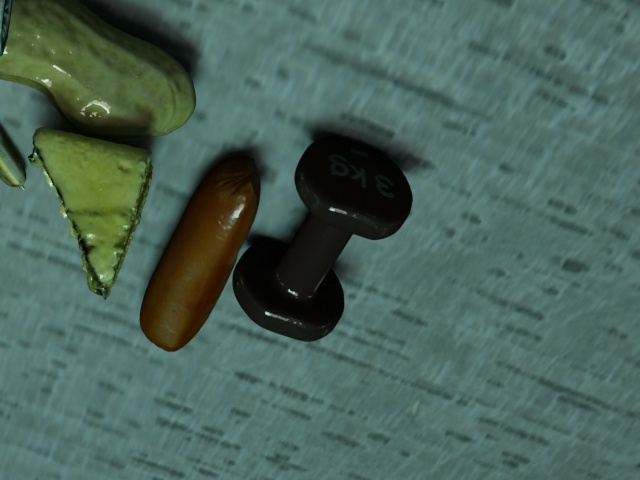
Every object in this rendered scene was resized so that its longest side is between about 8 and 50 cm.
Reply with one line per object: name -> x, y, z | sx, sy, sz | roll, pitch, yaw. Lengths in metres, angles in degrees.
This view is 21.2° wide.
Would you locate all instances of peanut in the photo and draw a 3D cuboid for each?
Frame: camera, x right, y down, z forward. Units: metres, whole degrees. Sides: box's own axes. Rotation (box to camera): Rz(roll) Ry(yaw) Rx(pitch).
peanut -> -0.257, -0.179, 1.778 | 0.274, 0.125, 0.111 | 26, 153, -21

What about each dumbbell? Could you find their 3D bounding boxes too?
dumbbell -> 0.000, 0.000, 1.938 | 0.140, 0.124, 0.225 | 19, 131, -14

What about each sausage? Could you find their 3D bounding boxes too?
sausage -> -0.141, 0.019, 1.986 | 0.083, 0.089, 0.300 | 23, 130, -5
sausage -> -0.390, -0.149, 1.871 | 0.032, 0.033, 0.269 | -16, 131, 16

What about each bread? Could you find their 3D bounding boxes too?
bread -> -0.239, -0.043, 1.836 | 0.142, 0.266, 0.178 | -40, 92, -10

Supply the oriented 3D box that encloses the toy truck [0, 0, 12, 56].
toy truck -> -0.324, -0.329, 1.465 | 0.173, 0.388, 0.207 | 8, 128, -6
